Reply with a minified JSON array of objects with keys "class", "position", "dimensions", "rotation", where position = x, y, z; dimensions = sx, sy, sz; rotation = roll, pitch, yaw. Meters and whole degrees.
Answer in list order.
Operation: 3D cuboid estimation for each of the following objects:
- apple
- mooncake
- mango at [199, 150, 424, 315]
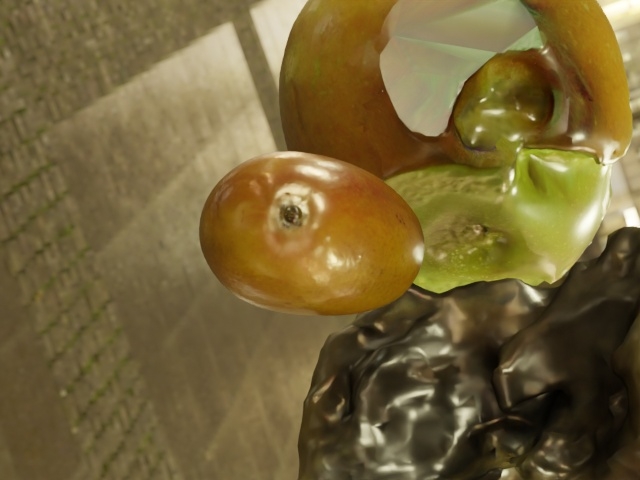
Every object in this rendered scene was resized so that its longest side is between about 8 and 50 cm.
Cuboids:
[{"class":"apple","position":[0.144,-0.128,1.475],"dimensions":[0.384,0.374,0.374],"rotation":[51,11,0]},{"class":"mooncake","position":[0.177,0.149,1.232],"dimensions":[0.246,0.394,0.393],"rotation":[-66,167,-46]},{"class":"mango","position":[0.004,0.000,1.145],"dimensions":[0.221,0.151,0.120],"rotation":[14,80,-51]}]
